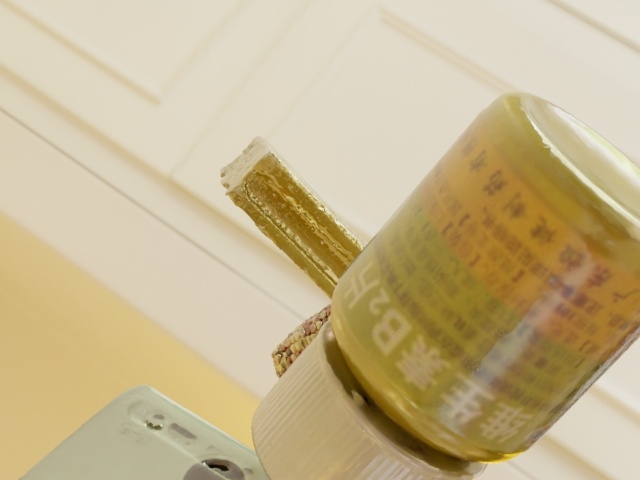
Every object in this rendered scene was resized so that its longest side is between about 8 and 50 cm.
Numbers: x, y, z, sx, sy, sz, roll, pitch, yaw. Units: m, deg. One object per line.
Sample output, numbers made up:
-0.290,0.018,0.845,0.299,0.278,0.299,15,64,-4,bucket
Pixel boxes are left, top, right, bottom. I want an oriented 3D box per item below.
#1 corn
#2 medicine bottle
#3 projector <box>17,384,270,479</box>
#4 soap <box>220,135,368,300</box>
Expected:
0.056,0.125,1.993,0.290,0.098,0.098,-34,-17,2,corn
0.123,0.078,1.137,0.384,0.224,0.224,-51,-14,22,medicine bottle
-0.151,0.331,1.316,0.248,0.249,0.248,-40,-38,-35,projector
0.000,0.000,1.807,0.091,0.315,0.199,-44,12,5,soap
